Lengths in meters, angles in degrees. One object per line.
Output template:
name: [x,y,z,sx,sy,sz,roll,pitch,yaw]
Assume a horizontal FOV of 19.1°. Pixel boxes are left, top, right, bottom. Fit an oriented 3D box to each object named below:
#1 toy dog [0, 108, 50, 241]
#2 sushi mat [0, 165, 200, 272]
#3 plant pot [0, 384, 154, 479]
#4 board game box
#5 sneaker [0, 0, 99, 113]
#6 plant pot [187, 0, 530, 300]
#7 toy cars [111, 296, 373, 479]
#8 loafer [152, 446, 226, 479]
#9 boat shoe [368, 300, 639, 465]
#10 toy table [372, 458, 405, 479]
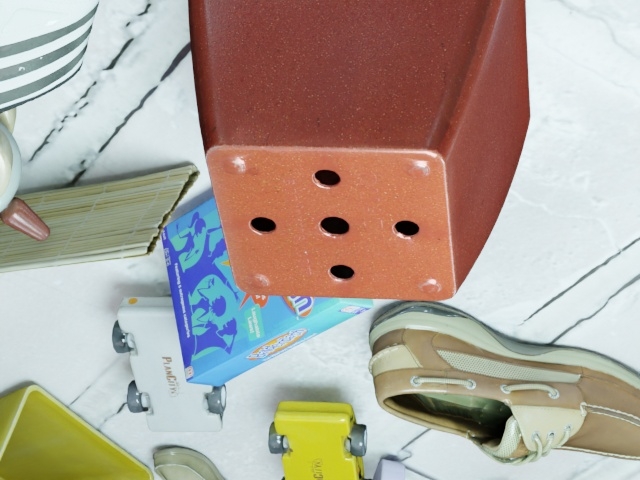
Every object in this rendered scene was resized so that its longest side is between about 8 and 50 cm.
toy dog: [-0.378,-0.014,1.699,0.334,0.220,0.161,-19,118,30]
sushi mat: [-0.278,-0.010,1.764,0.316,0.151,0.019,-7,120,19]
plant pot: [-0.352,0.309,2.138,0.187,0.212,0.212,-9,139,41]
board game box: [-0.054,0.024,1.743,0.047,0.160,0.210,11,149,-45]
sneaker: [-0.394,-0.199,1.494,0.447,0.169,0.257,9,126,-3]
plant pot: [0.024,-0.098,1.518,0.267,0.235,0.267,2,140,10]
toy cars: [-0.072,0.166,1.990,0.394,0.087,0.176,37,129,-25]
loafer: [-0.138,0.287,2.173,0.056,0.050,0.148,-22,132,33]
boat shoe: [0.193,0.171,1.905,0.324,0.120,0.122,18,141,-10]
toy table: [0.115,0.388,2.113,0.161,0.252,0.274,11,114,-2]
